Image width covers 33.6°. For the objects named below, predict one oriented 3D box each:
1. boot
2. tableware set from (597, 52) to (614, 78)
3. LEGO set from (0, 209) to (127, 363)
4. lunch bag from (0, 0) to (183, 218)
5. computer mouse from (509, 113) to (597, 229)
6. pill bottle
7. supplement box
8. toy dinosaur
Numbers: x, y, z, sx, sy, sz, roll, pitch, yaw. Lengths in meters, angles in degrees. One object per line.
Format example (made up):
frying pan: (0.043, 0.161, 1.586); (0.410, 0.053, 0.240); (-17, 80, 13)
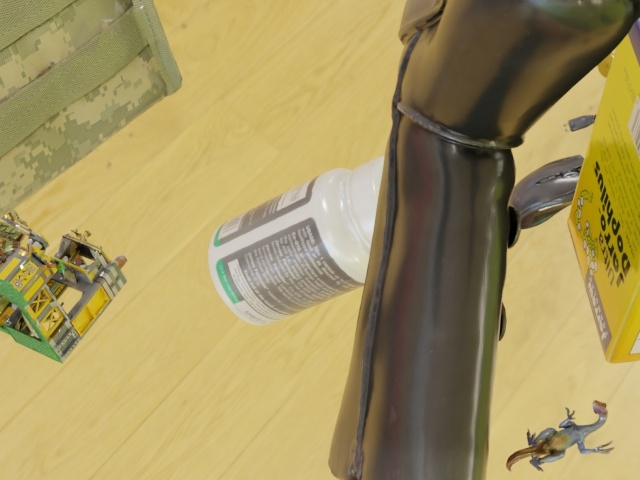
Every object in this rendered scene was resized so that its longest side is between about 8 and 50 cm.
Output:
boot: (0.115, 0.011, 0.856); (0.146, 0.367, 0.445); (12, 89, -6)
tableware set: (0.514, -0.331, 1.839); (0.024, 0.104, 0.154); (-19, 71, -33)
LEGO set: (-0.440, 0.013, 1.545); (0.331, 0.255, 0.192); (14, 56, 34)
lunch bag: (-0.235, -0.156, 0.580); (0.169, 0.287, 0.235); (22, 52, 37)
computer mouse: (0.435, -0.139, 1.946); (0.060, 0.262, 0.184); (28, 49, -40)
pill bottle: (0.000, 0.000, 1.817); (0.204, 0.361, 0.204); (33, 46, -41)
supplement box: (0.385, -0.051, 1.046); (0.194, 0.356, 0.195); (-5, 56, -2)
toy dinosaur: (0.217, 0.170, 0.948); (0.082, 0.090, 0.047); (-18, 88, -34)
